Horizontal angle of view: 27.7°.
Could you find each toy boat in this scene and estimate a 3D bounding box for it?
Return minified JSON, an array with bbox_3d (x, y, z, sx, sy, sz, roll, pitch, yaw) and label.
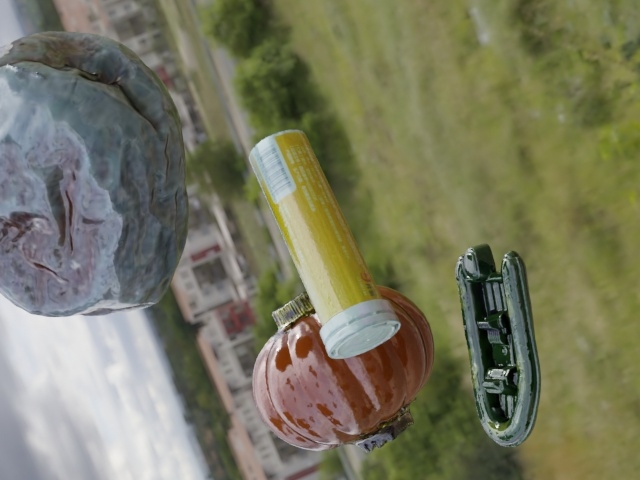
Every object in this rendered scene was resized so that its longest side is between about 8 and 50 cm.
[{"bbox_3d":[0.184,0.107,1.329,0.104,0.052,0.210,-4,94,55],"label":"toy boat"}]

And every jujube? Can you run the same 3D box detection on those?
[{"bbox_3d":[-0.258,-0.056,1.367,0.215,0.246,0.308,-79,1,-59],"label":"jujube"}]

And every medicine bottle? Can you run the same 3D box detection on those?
[{"bbox_3d":[0.000,0.000,1.227,0.074,0.074,0.218,88,160,-68],"label":"medicine bottle"}]

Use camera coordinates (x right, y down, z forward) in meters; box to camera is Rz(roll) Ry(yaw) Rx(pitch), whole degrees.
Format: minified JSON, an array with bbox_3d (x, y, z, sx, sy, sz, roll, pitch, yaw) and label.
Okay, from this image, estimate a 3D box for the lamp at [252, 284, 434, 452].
[{"bbox_3d":[0.027,0.146,1.487,0.196,0.223,0.223,56,172,1],"label":"lamp"}]
